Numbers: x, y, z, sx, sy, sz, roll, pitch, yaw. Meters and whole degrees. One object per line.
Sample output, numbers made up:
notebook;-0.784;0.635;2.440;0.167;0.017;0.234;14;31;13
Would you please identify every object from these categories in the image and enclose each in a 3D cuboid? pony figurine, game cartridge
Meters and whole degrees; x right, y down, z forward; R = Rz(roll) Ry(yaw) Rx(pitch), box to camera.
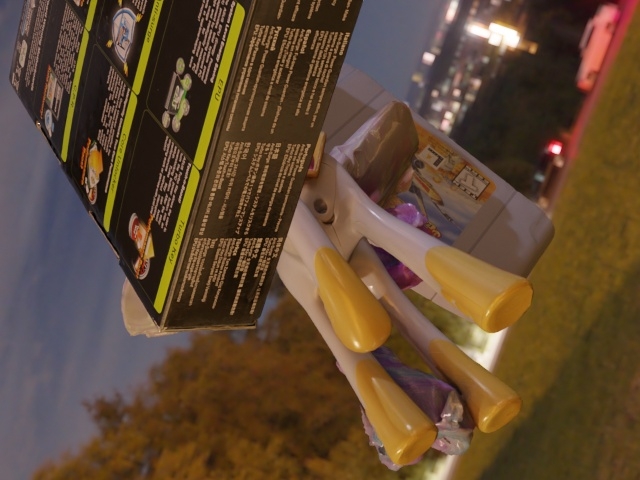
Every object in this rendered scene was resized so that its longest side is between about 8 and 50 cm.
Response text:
pony figurine;0.000;0.000;0.981;0.302;0.363;0.351;-35;-27;-12
game cartridge;0.085;-0.049;1.287;0.062;0.297;0.198;-55;-5;33

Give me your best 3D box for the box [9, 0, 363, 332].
box;-0.050;-0.097;0.451;0.184;0.045;0.191;48;129;44
